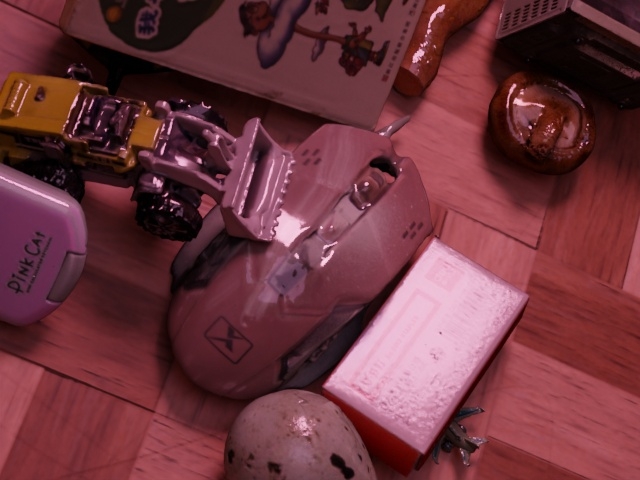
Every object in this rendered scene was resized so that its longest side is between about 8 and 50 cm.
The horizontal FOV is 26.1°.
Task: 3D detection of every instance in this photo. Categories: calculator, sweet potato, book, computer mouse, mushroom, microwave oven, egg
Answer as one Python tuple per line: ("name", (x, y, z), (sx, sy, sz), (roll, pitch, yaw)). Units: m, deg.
("calculator", (-0.331, -0.016, 1.252), (0.246, 0.045, 0.141), (25, 109, -11))
("sweet potato", (0.160, -0.278, 1.555), (0.281, 0.059, 0.067), (-54, 139, -27))
("book", (-0.047, -0.272, 1.359), (0.371, 0.043, 0.260), (14, 102, -34))
("computer mouse", (0.002, -0.001, 1.375), (0.199, 0.115, 0.389), (44, 64, -6))
("mushroom", (0.247, -0.132, 1.524), (0.127, 0.087, 0.127), (5, 75, -20))
("microwave oven", (0.322, -0.239, 1.535), (0.205, 0.163, 0.129), (22, 72, -23))
("egg", (-0.012, 0.211, 1.289), (0.164, 0.131, 0.131), (34, 63, -22))

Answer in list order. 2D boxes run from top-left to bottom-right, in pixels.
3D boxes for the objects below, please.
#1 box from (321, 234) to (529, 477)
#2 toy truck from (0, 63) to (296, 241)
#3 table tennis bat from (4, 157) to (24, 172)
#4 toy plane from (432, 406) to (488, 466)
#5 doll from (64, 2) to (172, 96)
("box", (0.103, 0.114, 1.389), (0.123, 0.050, 0.229), (31, 61, 12))
("toy truck", (-0.169, -0.085, 1.294), (0.286, 0.111, 0.136), (12, 61, 4))
("table tennis bat", (-0.302, -0.083, 1.341), (0.158, 0.014, 0.095), (11, 66, -15))
("toy plane", (0.129, 0.190, 1.403), (0.083, 0.033, 0.080), (43, 64, 5))
("doll", (-0.187, -0.256, 1.402), (0.127, 0.088, 0.249), (7, 60, 13))
